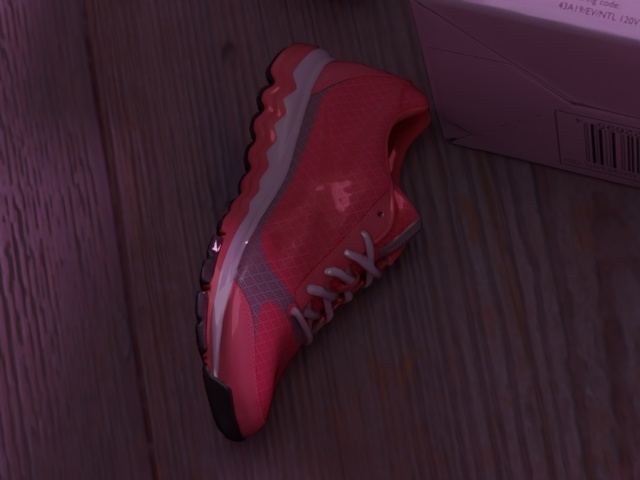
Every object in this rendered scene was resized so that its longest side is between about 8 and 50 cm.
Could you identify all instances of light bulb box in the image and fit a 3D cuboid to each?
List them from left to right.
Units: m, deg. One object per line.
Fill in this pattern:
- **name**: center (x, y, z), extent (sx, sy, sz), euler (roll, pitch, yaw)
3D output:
- **light bulb box**: center (0.294, -0.235, 1.430), extent (0.358, 0.225, 0.361), euler (15, 69, 16)

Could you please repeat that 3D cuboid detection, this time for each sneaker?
- **sneaker**: center (0.000, -0.001, 1.435), extent (0.136, 0.116, 0.314), euler (11, 69, 12)
